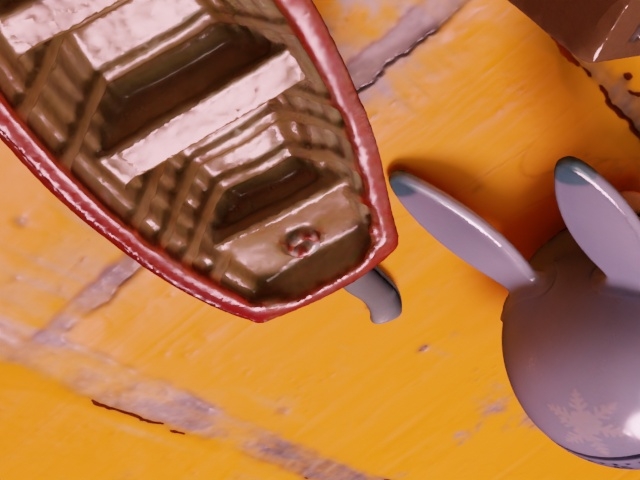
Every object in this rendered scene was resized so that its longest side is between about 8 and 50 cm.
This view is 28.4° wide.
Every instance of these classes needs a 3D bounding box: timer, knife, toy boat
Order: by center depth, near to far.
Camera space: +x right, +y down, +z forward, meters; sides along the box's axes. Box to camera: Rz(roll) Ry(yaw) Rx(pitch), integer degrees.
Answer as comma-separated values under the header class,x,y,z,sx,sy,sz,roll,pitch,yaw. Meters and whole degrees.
class,x,y,z,sx,sy,sz,roll,pitch,yaw
toy boat,-0.076,-0.086,0.504,0.136,0.079,0.392,-29,141,7
knife,0.001,0.000,0.713,0.028,0.015,0.210,-29,143,12
timer,0.170,0.021,0.757,0.175,0.175,0.255,-27,114,1

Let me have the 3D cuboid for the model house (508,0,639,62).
class,x,y,z,sx,sy,sz,roll,pitch,yaw
model house,0.205,-0.167,0.541,0.248,0.176,0.181,-17,144,-40
